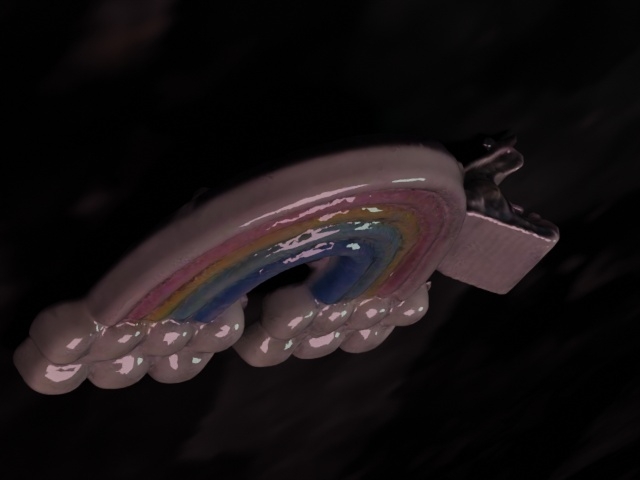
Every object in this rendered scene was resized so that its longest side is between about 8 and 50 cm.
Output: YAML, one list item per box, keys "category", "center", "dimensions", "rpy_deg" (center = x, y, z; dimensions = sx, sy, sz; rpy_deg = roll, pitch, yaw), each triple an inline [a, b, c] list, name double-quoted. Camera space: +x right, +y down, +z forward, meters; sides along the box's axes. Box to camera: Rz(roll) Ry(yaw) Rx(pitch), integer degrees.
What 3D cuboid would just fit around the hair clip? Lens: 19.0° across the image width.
- category: "hair clip"
  center: [0.000, 0.000, 0.727]
  dimensions: [0.220, 0.054, 0.140]
  rpy_deg: [-6, 151, -42]
